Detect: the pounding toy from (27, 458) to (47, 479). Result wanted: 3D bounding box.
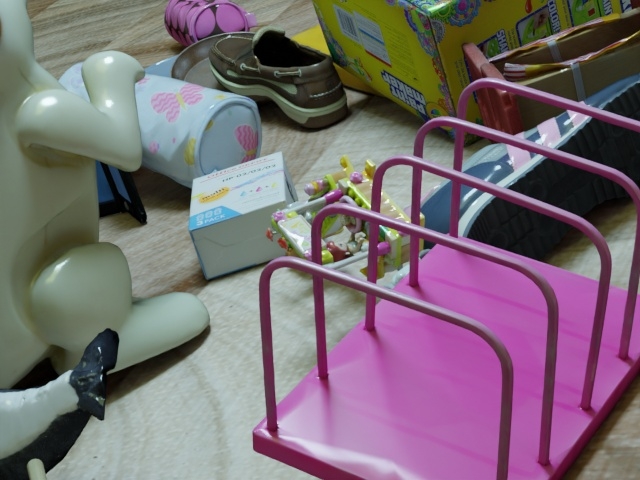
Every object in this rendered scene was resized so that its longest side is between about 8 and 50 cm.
[{"bbox_3d":[-0.254,0.241,1.138,0.206,0.094,0.181,7,28,29],"label":"pounding toy"}]

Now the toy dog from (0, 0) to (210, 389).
[{"bbox_3d":[-0.340,-0.070,1.433,0.395,0.408,0.284,-23,18,-35],"label":"toy dog"}]

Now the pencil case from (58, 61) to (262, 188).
[{"bbox_3d":[-0.198,-0.134,1.844,0.273,0.113,0.124,15,59,36],"label":"pencil case"}]

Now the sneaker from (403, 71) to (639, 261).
[{"bbox_3d":[0.208,-0.075,1.453,0.319,0.112,0.131,-30,28,-28],"label":"sneaker"}]

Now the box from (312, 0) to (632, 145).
[{"bbox_3d":[0.174,-0.291,1.789,0.279,0.177,0.290,-31,37,-15],"label":"box"}]

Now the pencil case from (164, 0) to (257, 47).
[{"bbox_3d":[-0.166,-0.322,2.330,0.098,0.095,0.209,-26,22,-11],"label":"pencil case"}]

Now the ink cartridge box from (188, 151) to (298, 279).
[{"bbox_3d":[-0.079,-0.035,1.650,0.104,0.062,0.181,-17,22,4],"label":"ink cartridge box"}]

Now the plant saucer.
[{"bbox_3d":[-0.113,-0.217,2.075,0.168,0.029,0.168,-3,40,3],"label":"plant saucer"}]

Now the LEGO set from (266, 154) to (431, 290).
[{"bbox_3d":[0.000,0.000,1.410,0.107,0.132,0.287,-21,23,-22],"label":"LEGO set"}]

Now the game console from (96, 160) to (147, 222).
[{"bbox_3d":[-0.261,-0.073,1.799,0.071,0.122,0.107,-26,24,-15],"label":"game console"}]

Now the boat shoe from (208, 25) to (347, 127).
[{"bbox_3d":[-0.056,-0.227,1.963,0.095,0.095,0.257,-31,37,-27],"label":"boat shoe"}]

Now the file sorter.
[{"bbox_3d":[0.112,0.035,1.122,0.202,0.182,0.290,19,40,27],"label":"file sorter"}]

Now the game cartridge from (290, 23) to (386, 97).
[{"bbox_3d":[0.148,-0.273,2.025,0.285,0.053,0.323,-28,24,-19],"label":"game cartridge"}]

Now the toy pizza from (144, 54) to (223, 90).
[{"bbox_3d":[-0.187,-0.209,2.161,0.201,0.032,0.201,-13,28,7],"label":"toy pizza"}]

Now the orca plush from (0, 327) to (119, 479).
[{"bbox_3d":[-0.268,0.158,1.308,0.287,0.151,0.102,-37,-23,19],"label":"orca plush"}]

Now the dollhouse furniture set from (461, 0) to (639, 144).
[{"bbox_3d":[0.233,-0.264,1.531,0.201,0.374,0.152,-18,27,-2],"label":"dollhouse furniture set"}]
